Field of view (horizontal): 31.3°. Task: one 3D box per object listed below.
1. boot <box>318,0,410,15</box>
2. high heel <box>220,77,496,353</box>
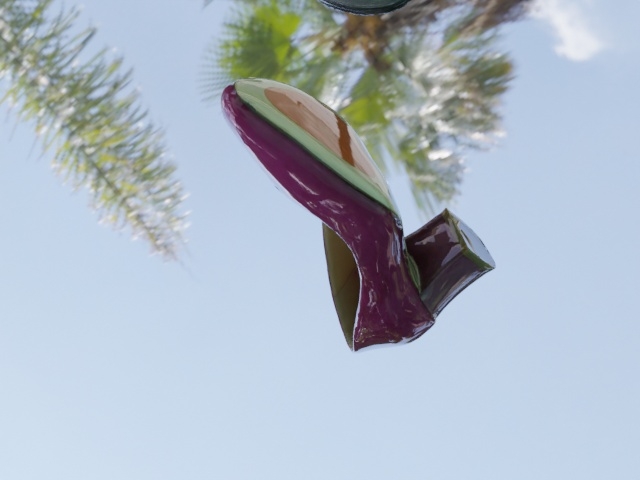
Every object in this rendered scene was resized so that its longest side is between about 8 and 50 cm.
[{"bbox_3d":[-0.020,-0.451,1.635,0.338,0.223,0.118,21,-104,15],"label":"boot"},{"bbox_3d":[0.000,0.000,1.042,0.377,0.181,0.127,36,-157,-40],"label":"high heel"}]
